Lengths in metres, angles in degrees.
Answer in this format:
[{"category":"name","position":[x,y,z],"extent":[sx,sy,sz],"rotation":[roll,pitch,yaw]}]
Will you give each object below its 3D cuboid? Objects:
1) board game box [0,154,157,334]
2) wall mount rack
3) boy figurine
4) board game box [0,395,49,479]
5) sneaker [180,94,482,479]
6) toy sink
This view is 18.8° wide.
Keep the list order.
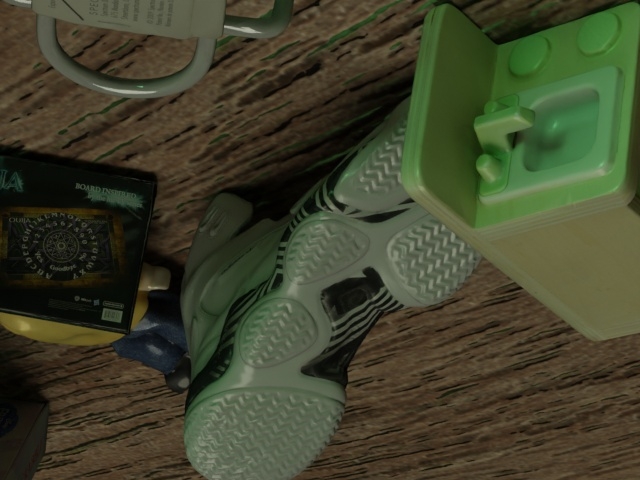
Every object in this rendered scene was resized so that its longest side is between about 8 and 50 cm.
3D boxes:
[{"category":"board game box","position":[-0.233,-0.002,1.549],"extent":[0.186,0.126,0.026],"rotation":[11,172,-1]},{"category":"wall mount rack","position":[-0.152,-0.231,1.128],"extent":[0.304,0.130,0.350],"rotation":[8,150,-4]},{"category":"boy figurine","position":[-0.212,0.043,1.658],"extent":[0.285,0.092,0.177],"rotation":[28,147,-28]},{"category":"board game box","position":[-0.454,0.232,1.866],"extent":[0.318,0.318,0.066],"rotation":[8,113,4]},{"category":"sneaker","position":[0.000,0.000,1.483],"extent":[0.137,0.210,0.366],"rotation":[24,113,-25]},{"category":"toy sink","position":[0.181,-0.058,1.300],"extent":[0.131,0.153,0.234],"rotation":[-16,141,37]}]
